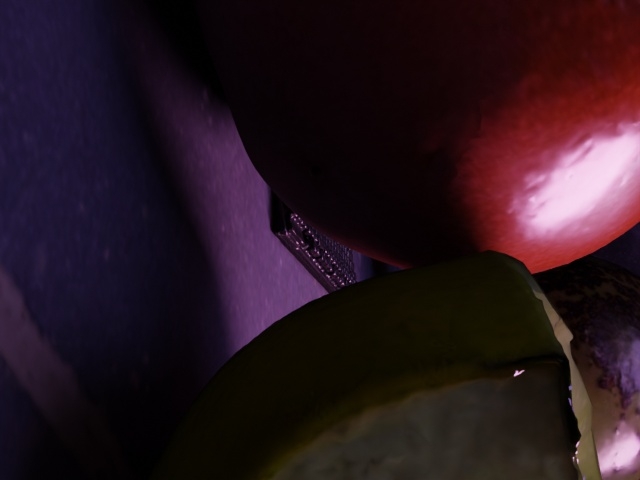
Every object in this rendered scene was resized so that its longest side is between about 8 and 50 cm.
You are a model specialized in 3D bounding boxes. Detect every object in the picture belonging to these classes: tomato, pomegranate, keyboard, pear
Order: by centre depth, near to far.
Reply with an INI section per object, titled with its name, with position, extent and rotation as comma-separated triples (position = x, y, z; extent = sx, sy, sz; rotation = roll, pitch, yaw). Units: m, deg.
[pear]
position = 0.031, 0.163, 0.585
extent = 0.318, 0.238, 0.342
rotation = -89, 164, -73
[tomato]
position = 0.062, -0.140, 0.661
extent = 0.273, 0.341, 0.341
rotation = -45, 151, -8
[keyboard]
position = 0.000, 0.000, 0.903
extent = 0.195, 0.018, 0.060
rotation = 50, 35, -66
[pomegranate]
position = 0.178, 0.088, 1.133
extent = 0.341, 0.285, 0.285
rotation = 61, 16, 0
